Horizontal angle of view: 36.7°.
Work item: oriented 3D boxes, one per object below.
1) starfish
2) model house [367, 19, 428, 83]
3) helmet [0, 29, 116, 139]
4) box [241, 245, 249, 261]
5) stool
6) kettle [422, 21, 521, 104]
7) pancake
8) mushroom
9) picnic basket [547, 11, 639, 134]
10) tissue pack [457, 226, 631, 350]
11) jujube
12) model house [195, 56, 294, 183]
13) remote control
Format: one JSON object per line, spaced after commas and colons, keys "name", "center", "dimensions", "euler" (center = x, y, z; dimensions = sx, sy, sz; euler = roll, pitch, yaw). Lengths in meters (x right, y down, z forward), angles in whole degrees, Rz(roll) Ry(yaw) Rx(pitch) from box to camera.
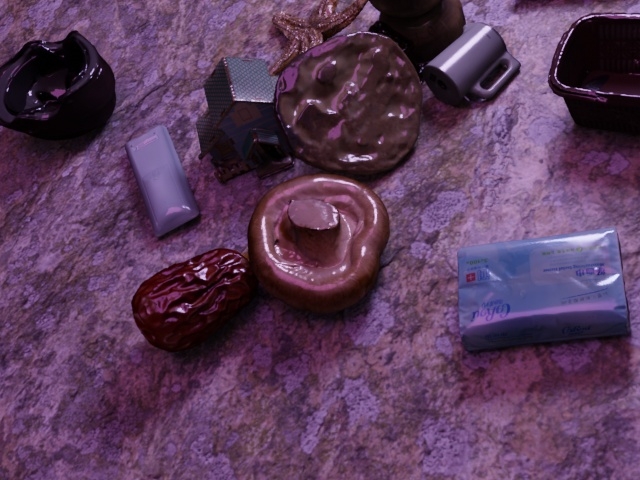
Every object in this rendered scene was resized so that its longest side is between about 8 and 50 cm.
{"name": "starfish", "center": [-0.013, -0.443, 2.075], "dimensions": [0.299, 0.060, 0.302], "euler": [0, 54, 40]}
{"name": "model house", "center": [0.116, -0.341, 1.914], "dimensions": [0.106, 0.152, 0.165], "euler": [15, 62, 37]}
{"name": "helmet", "center": [-0.592, -0.327, 2.178], "dimensions": [0.306, 0.177, 0.224], "euler": [-12, 61, 22]}
{"name": "box", "center": [-0.073, -0.021, 1.831], "dimensions": [0.050, 0.041, 0.207], "euler": [26, 70, 34]}
{"name": "stool", "center": [0.179, -0.510, 1.930], "dimensions": [0.179, 0.264, 0.179], "euler": [-11, 54, 16]}
{"name": "kettle", "center": [0.292, -0.342, 1.874], "dimensions": [0.148, 0.098, 0.127], "euler": [-43, 46, -15]}
{"name": "pancake", "center": [0.054, -0.254, 1.837], "dimensions": [0.295, 0.049, 0.294], "euler": [0, 89, -9]}
{"name": "mushroom", "center": [0.000, 0.000, 1.721], "dimensions": [0.278, 0.146, 0.278], "euler": [-3, 56, 5]}
{"name": "picnic basket", "center": [0.565, -0.284, 1.698], "dimensions": [0.297, 0.129, 0.222], "euler": [11, 60, 28]}
{"name": "tissue pack", "center": [0.354, 0.077, 1.554], "dimensions": [0.263, 0.089, 0.177], "euler": [-9, 56, 18]}
{"name": "jujube", "center": [-0.225, 0.103, 1.740], "dimensions": [0.230, 0.155, 0.155], "euler": [-34, 50, -11]}
{"name": "model house", "center": [-0.138, -0.250, 1.914], "dimensions": [0.271, 0.206, 0.178], "euler": [-19, 51, 9]}
{"name": "remote control", "center": [-0.337, -0.132, 2.014], "dimensions": [0.103, 0.051, 0.293], "euler": [-28, 50, 2]}
